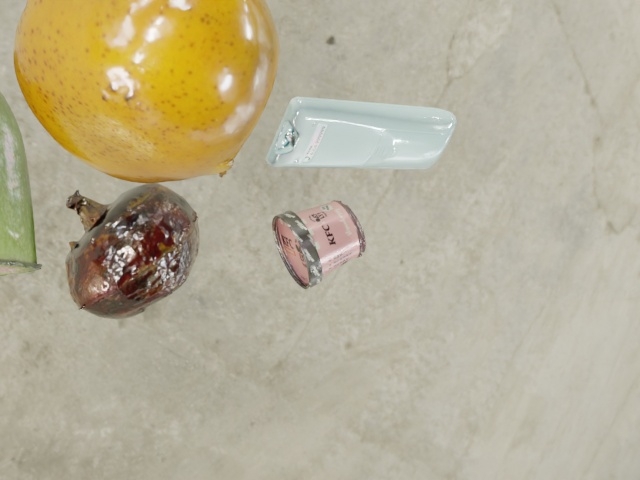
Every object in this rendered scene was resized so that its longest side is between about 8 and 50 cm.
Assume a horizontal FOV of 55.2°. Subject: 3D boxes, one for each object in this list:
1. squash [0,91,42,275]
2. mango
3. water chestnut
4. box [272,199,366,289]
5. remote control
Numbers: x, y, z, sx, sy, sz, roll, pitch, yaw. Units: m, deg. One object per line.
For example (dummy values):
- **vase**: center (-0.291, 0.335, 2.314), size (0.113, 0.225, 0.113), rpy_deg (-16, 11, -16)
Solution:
- **squash**: center (-0.513, -0.111, 0.770), size (0.310, 0.310, 0.309), rpy_deg (4, 83, -40)
- **mango**: center (-0.156, -0.137, 0.521), size (0.191, 0.290, 0.160), rpy_deg (20, 67, -19)
- **water chestnut**: center (-0.443, 0.003, 1.378), size (0.350, 0.350, 0.302), rpy_deg (-46, 106, -18)
- **box**: center (0.000, 0.000, 1.167), size (0.135, 0.151, 0.151), rpy_deg (-22, 119, -19)
- **remote control**: center (0.069, -0.136, 0.838), size (0.293, 0.051, 0.103), rpy_deg (-3, 137, -35)
